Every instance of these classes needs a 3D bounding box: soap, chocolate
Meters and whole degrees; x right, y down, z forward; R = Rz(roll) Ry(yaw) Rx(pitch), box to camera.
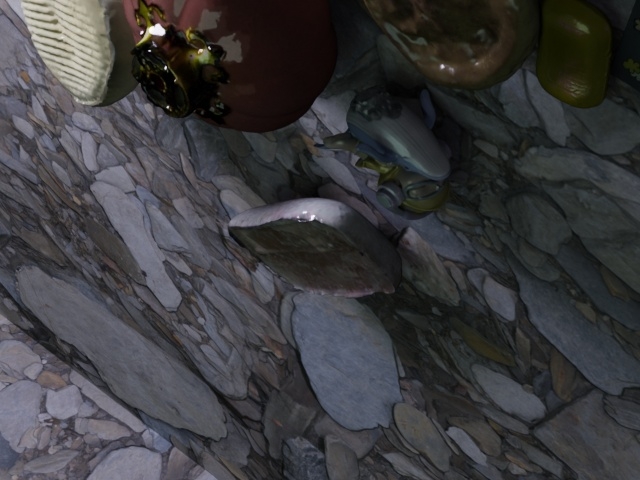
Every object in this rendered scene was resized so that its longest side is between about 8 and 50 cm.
[{"bbox_3d":[0.269,-0.201,1.405,0.089,0.045,0.140,29,147,27],"label":"soap"},{"bbox_3d":[0.000,0.000,2.010,0.185,0.100,0.303,47,158,-22],"label":"chocolate"}]

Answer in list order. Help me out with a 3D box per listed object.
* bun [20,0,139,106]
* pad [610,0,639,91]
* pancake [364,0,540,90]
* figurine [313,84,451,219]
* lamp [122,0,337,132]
[{"bbox_3d":[-0.336,-0.341,1.994,0.287,0.146,0.287,32,136,38],"label":"bun"},{"bbox_3d":[0.406,-0.155,1.315,0.245,0.006,0.170,37,152,18],"label":"pad"},{"bbox_3d":[0.132,-0.258,1.446,0.242,0.050,0.241,33,146,27],"label":"pancake"},{"bbox_3d":[0.091,-0.116,1.701,0.208,0.128,0.183,28,151,49],"label":"figurine"},{"bbox_3d":[-0.128,-0.266,1.679,0.305,0.239,0.305,34,150,23],"label":"lamp"}]
